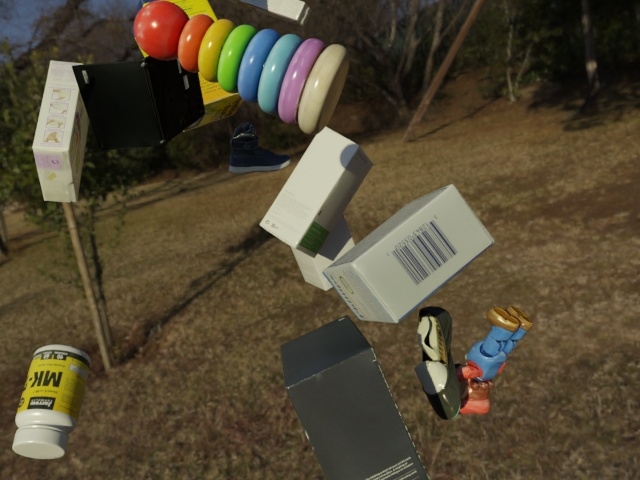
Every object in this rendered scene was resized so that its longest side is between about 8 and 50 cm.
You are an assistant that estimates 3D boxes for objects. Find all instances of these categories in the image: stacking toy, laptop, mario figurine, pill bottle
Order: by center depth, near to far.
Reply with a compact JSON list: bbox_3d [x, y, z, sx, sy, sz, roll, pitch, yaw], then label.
[{"bbox_3d":[-0.129,-0.284,0.962,0.331,0.141,0.141,23,12,5],"label":"stacking toy"},{"bbox_3d":[-0.555,0.332,1.301,0.119,0.119,0.208,-11,51,11],"label":"pill bottle"},{"bbox_3d":[-0.429,-0.363,1.541,0.137,0.234,0.264,22,49,23],"label":"laptop"},{"bbox_3d":[0.389,0.299,1.608,0.198,0.320,0.170,22,20,-11],"label":"mario figurine"}]

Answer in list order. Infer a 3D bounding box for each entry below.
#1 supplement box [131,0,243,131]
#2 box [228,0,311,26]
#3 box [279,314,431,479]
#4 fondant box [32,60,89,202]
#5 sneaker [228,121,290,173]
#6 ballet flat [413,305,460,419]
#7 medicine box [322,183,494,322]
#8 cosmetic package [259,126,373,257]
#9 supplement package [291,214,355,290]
[{"bbox_3d":[-0.389,-0.544,1.889,0.195,0.356,0.194,-26,-1,-28],"label":"supplement box"},{"bbox_3d":[-0.186,-0.796,2.099,0.324,0.067,0.063,25,4,22],"label":"box"},{"bbox_3d":[0.060,0.353,1.291,0.179,0.312,0.343,-23,5,-4],"label":"box"},{"bbox_3d":[-0.732,-0.309,1.794,0.096,0.330,0.238,2,-33,-14],"label":"fondant box"},{"bbox_3d":[-0.201,-0.319,2.133,0.226,0.163,0.086,-10,25,-29],"label":"sneaker"},{"bbox_3d":[0.267,0.284,1.504,0.096,0.280,0.095,26,-42,-32],"label":"ballet flat"},{"bbox_3d":[0.172,0.036,1.331,0.263,0.149,0.289,-38,2,-12],"label":"medicine box"},{"bbox_3d":[-0.008,-0.149,1.975,0.155,0.365,0.197,33,2,22],"label":"cosmetic package"},{"bbox_3d":[0.000,0.000,2.262,0.175,0.292,0.177,-29,21,-20],"label":"supplement package"}]
